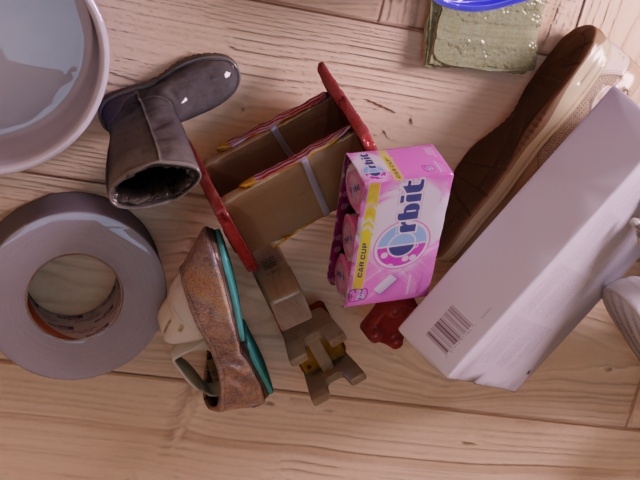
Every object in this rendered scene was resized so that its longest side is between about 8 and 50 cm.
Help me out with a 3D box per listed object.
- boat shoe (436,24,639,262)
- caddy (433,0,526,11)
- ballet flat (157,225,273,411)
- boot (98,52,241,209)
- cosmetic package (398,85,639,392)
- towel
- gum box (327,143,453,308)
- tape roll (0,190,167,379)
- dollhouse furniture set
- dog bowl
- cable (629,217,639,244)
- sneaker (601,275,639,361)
[{"bbox_3d":[0.265,-0.097,1.831,0.110,0.121,0.341,34,100,-23],"label":"boat shoe"},{"bbox_3d":[0.215,-0.406,1.661,0.341,0.179,0.241,-16,139,-7],"label":"caddy"},{"bbox_3d":[-0.134,0.110,1.786,0.106,0.107,0.316,-16,137,-1],"label":"ballet flat"},{"bbox_3d":[-0.161,-0.124,1.665,0.189,0.208,0.076,-26,117,-2],"label":"boot"},{"bbox_3d":[0.292,0.013,1.813,0.377,0.097,0.284,-49,154,9],"label":"cosmetic package"},{"bbox_3d":[0.196,-0.257,1.799,0.148,0.027,0.110,2,111,-13],"label":"towel"},{"bbox_3d":[0.076,-0.011,1.692,0.107,0.062,0.188,-8,130,-20],"label":"gum box"},{"bbox_3d":[-0.296,0.054,1.785,0.219,0.072,0.219,-5,113,-11],"label":"tape roll"},{"bbox_3d":[0.000,0.000,1.817,0.201,0.152,0.374,-27,133,-2],"label":"dollhouse furniture set"},{"bbox_3d":[-0.367,-0.211,1.636,0.265,0.104,0.265,-5,114,-12],"label":"dog bowl"},{"bbox_3d":[0.474,0.024,1.804,0.139,0.072,0.287,-36,135,1],"label":"cable"},{"bbox_3d":[0.473,0.082,1.937,0.169,0.108,0.292,-41,146,1],"label":"sneaker"}]
